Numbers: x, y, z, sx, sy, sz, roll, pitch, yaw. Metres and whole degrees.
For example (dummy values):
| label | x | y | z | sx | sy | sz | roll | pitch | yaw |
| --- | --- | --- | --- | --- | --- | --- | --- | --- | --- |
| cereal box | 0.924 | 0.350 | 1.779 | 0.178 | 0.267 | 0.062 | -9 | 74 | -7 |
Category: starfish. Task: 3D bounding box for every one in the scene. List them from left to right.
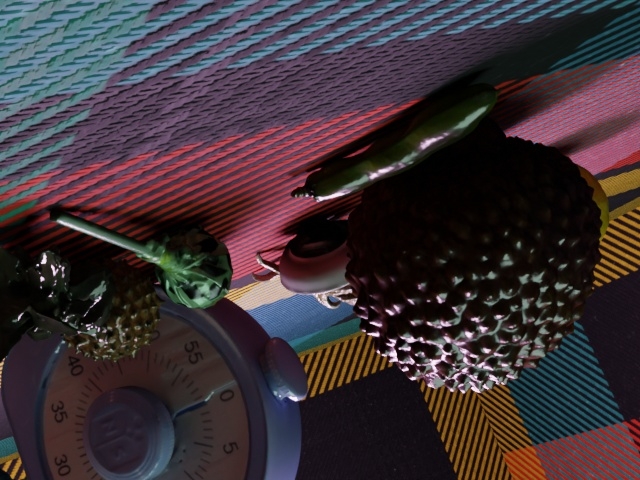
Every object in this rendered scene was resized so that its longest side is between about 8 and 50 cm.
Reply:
| label | x | y | z | sx | sy | sz | roll | pitch | yaw |
| --- | --- | --- | --- | --- | --- | --- | --- | --- | --- |
| starfish | -0.019 | 0.059 | 1.461 | 0.223 | 0.050 | 0.217 | 3 | 167 | 39 |

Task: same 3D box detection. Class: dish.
| label | x | y | z | sx | sy | sz | roll | pitch | yaw |
| --- | --- | --- | --- | --- | --- | --- | --- | --- | --- |
| dish | 0.000 | 0.000 | 1.315 | 0.141 | 0.078 | 0.141 | -16 | -152 | 9 |

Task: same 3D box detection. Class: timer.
| label | x | y | z | sx | sy | sz | roll | pitch | yaw |
| --- | --- | --- | --- | --- | --- | --- | --- | --- | --- |
| timer | -0.196 | 0.227 | 1.224 | 0.395 | 0.395 | 0.173 | -25 | 167 | 17 |

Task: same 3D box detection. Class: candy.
| label | x | y | z | sx | sy | sz | roll | pitch | yaw |
| --- | --- | --- | --- | --- | --- | --- | --- | --- | --- |
| candy | -0.176 | 0.005 | 0.982 | 0.083 | 0.091 | 0.305 | -36 | 156 | 11 |

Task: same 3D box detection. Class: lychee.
| label | x | y | z | sx | sy | sz | roll | pitch | yaw |
| --- | --- | --- | --- | --- | --- | --- | --- | --- | --- |
| lychee | 0.183 | 0.017 | 1.166 | 0.306 | 0.330 | 0.306 | -4 | -165 | 1 |

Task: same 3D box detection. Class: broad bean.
| label | x | y | z | sx | sy | sz | roll | pitch | yaw |
| --- | --- | --- | --- | --- | --- | --- | --- | --- | --- |
| broad bean | 0.082 | -0.096 | 1.016 | 0.254 | 0.046 | 0.065 | -27 | 156 | 31 |

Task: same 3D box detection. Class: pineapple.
| label | x | y | z | sx | sy | sz | roll | pitch | yaw |
| --- | --- | --- | --- | --- | --- | --- | --- | --- | --- |
| pineapple | -0.238 | 0.065 | 0.956 | 0.130 | 0.119 | 0.277 | 19 | 178 | 13 |

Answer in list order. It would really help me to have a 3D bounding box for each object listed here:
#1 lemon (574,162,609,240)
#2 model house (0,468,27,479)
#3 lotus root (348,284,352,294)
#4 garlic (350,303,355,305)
| label | x | y | z | sx | sy | sz | roll | pitch | yaw |
| --- | --- | --- | --- | --- | --- | --- | --- | --- | --- |
| lemon | 0.360 | -0.042 | 1.558 | 0.193 | 0.180 | 0.180 | 6 | 160 | -18 |
| model house | -0.591 | 0.412 | 1.586 | 0.243 | 0.298 | 0.284 | -25 | -153 | 29 |
| lotus root | 0.117 | 0.019 | 1.521 | 0.235 | 0.138 | 0.119 | -26 | -179 | -8 |
| garlic | 0.074 | 0.068 | 1.796 | 0.101 | 0.087 | 0.195 | -41 | 160 | 22 |
